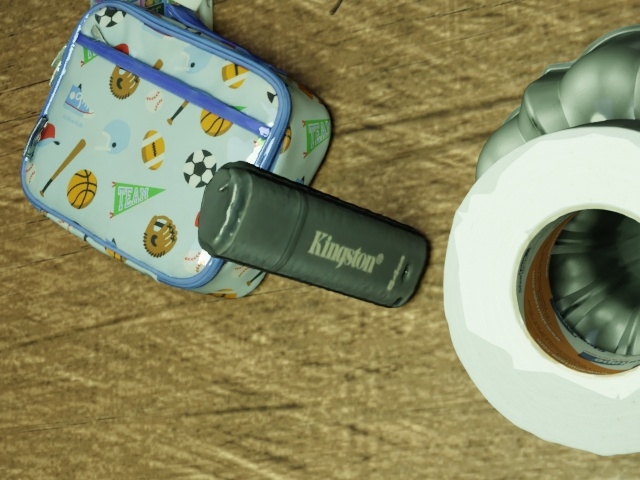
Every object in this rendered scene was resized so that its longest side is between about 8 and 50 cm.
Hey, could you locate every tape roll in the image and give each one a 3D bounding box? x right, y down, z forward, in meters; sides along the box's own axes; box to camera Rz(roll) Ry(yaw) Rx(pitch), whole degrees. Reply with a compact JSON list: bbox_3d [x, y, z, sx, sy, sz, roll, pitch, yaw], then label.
[{"bbox_3d":[0.194,0.029,1.044,0.219,0.072,0.219,4,98,26],"label":"tape roll"}]

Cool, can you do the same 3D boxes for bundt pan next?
[{"bbox_3d":[0.246,0.004,1.124,0.331,0.124,0.330,4,99,26],"label":"bundt pan"}]

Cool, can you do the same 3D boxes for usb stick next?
[{"bbox_3d":[0.000,0.000,1.269,0.045,0.278,0.077,14,87,37],"label":"usb stick"}]

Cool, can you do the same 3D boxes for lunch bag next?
[{"bbox_3d":[-0.148,-0.098,1.499,0.303,0.115,0.243,29,98,32],"label":"lunch bag"}]

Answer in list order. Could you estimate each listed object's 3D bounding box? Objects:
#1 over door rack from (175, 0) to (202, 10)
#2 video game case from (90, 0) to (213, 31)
[{"bbox_3d":[-0.154,-0.425,1.548,0.239,0.108,0.324,-54,45,26],"label":"over door rack"},{"bbox_3d":[-0.178,-0.256,1.625,0.157,0.019,0.143,-11,73,33],"label":"video game case"}]
